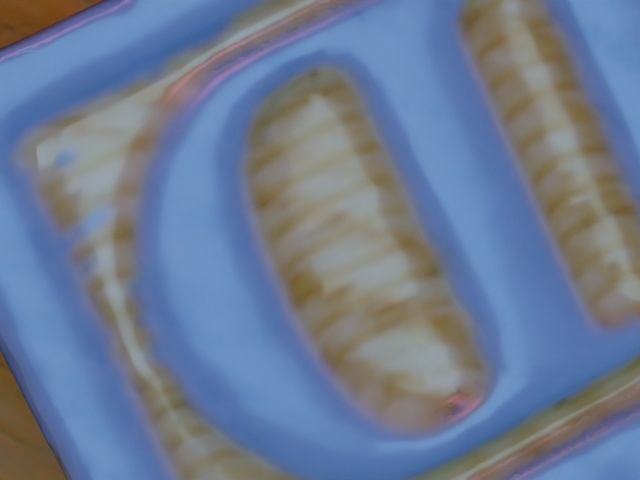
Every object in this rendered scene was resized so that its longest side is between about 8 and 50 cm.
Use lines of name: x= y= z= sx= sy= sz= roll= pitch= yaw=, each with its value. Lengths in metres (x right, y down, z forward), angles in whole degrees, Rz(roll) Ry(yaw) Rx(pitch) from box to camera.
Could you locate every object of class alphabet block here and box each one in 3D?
alphabet block: x=0.000 y=0.000 z=0.576 sx=0.193 sy=0.197 sz=0.192 roll=-25 pitch=98 yaw=-7
